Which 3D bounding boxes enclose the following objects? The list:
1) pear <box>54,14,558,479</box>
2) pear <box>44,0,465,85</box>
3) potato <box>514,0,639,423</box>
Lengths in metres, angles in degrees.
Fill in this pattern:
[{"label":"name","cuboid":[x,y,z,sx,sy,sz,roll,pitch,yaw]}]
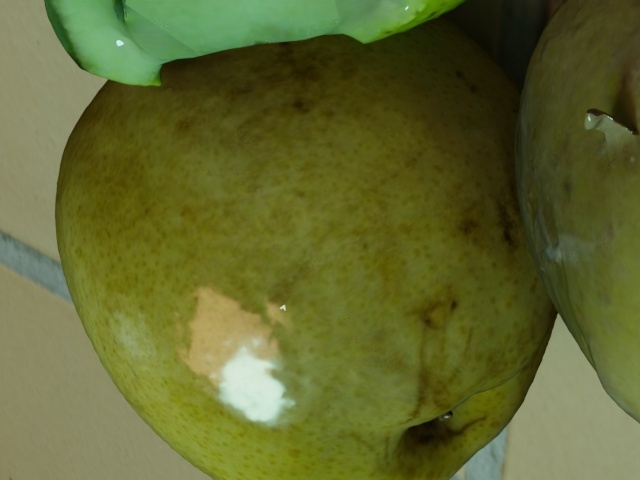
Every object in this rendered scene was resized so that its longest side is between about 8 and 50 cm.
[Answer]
[{"label":"pear","cuboid":[0.000,0.000,1.004,0.314,0.314,0.314,26,138,27]},{"label":"pear","cuboid":[0.000,-0.214,0.887,0.281,0.286,0.176,-4,138,18]},{"label":"potato","cuboid":[0.153,-0.024,0.822,0.116,0.299,0.239,-6,132,7]}]
